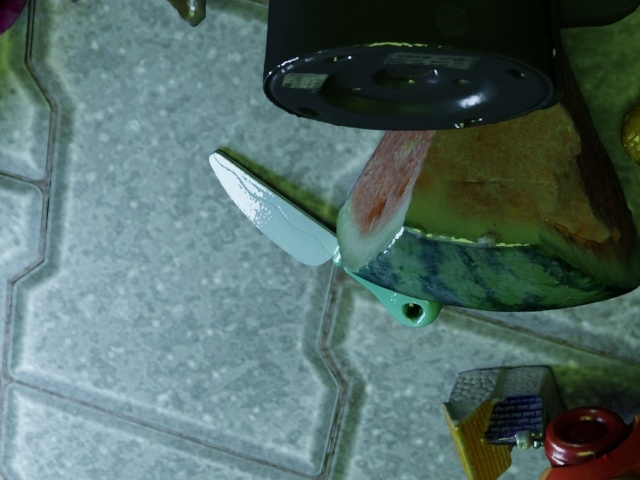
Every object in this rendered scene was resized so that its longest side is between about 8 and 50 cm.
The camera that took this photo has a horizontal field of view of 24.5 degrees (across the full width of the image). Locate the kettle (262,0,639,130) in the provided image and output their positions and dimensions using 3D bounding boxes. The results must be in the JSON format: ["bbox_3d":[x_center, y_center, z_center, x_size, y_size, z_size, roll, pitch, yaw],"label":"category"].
[{"bbox_3d":[0.094,-0.250,1.044,0.262,0.203,0.307,-2,78,19],"label":"kettle"}]

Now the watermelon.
[{"bbox_3d":[0.108,-0.057,1.224,0.250,0.283,0.292,-22,83,12],"label":"watermelon"}]

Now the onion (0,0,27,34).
[{"bbox_3d":[-0.315,-0.230,1.310,0.115,0.104,0.115,-11,127,-15],"label":"onion"}]

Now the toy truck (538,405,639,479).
[{"bbox_3d":[0.313,0.258,1.267,0.265,0.239,0.189,-15,114,-6],"label":"toy truck"}]

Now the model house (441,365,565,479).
[{"bbox_3d":[0.172,0.179,1.376,0.101,0.100,0.087,-9,114,21],"label":"model house"}]

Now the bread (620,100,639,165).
[{"bbox_3d":[0.291,-0.089,1.226,0.081,0.046,0.083,12,122,18],"label":"bread"}]

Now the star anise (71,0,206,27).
[{"bbox_3d":[-0.163,-0.323,1.194,0.332,0.117,0.331,15,132,18],"label":"star anise"}]

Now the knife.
[{"bbox_3d":[0.000,0.001,1.384,0.260,0.034,0.063,32,134,7],"label":"knife"}]
